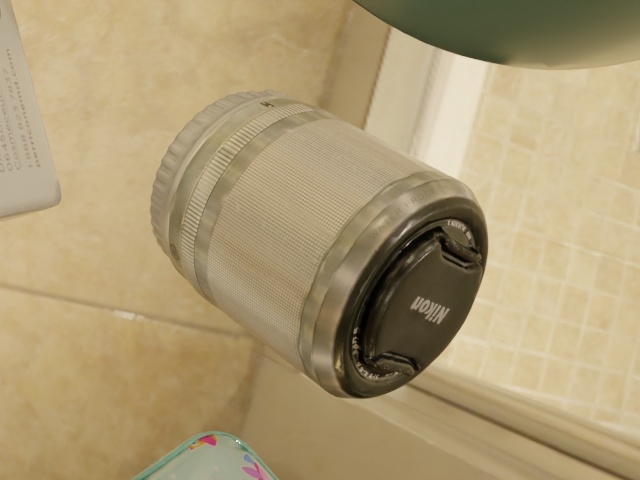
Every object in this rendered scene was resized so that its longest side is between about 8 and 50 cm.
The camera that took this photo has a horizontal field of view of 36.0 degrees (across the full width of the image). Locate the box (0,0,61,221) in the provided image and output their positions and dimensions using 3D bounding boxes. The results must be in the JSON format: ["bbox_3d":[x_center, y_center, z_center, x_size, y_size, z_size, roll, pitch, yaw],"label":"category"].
[{"bbox_3d":[-0.240,-0.047,0.215,0.215,0.345,0.168,-12,96,10],"label":"box"}]

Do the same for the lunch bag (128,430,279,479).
[{"bbox_3d":[-0.096,0.345,0.989,0.279,0.108,0.224,46,39,15],"label":"lunch bag"}]

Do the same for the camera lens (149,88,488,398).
[{"bbox_3d":[0.000,0.000,0.923,0.219,0.274,0.219,-30,137,-33],"label":"camera lens"}]

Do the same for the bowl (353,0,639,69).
[{"bbox_3d":[0.117,-0.195,0.288,0.312,0.163,0.311,-4,109,-11],"label":"bowl"}]
